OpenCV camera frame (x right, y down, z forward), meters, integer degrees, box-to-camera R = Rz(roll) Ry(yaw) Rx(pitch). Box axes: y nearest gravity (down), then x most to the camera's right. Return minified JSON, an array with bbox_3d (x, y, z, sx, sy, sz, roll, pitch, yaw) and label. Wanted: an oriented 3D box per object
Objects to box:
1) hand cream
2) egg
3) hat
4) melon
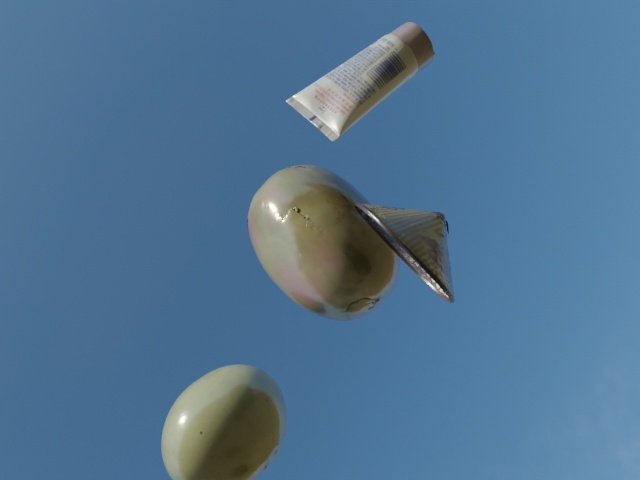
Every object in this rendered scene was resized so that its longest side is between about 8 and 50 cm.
[{"bbox_3d":[0.077,-0.267,1.039,0.248,0.133,0.083,-36,-34,-10],"label":"hand cream"},{"bbox_3d":[-0.179,0.359,1.176,0.269,0.219,0.219,-36,-64,-39],"label":"egg"},{"bbox_3d":[0.140,-0.008,0.848,0.082,0.193,0.193,-45,-62,2],"label":"hat"},{"bbox_3d":[0.000,0.000,1.091,0.223,0.317,0.223,-30,-30,-20],"label":"melon"}]
